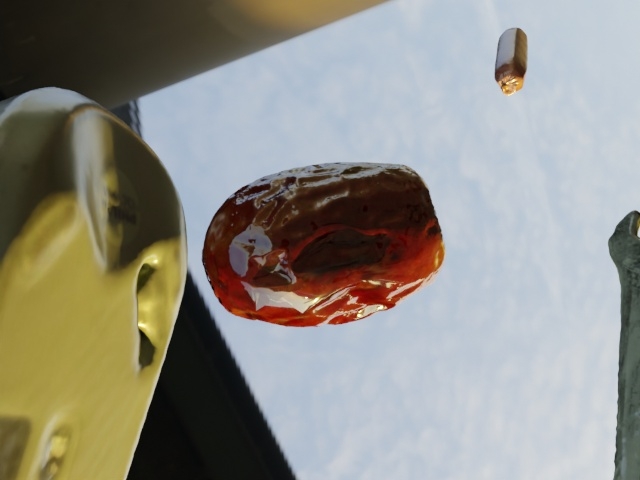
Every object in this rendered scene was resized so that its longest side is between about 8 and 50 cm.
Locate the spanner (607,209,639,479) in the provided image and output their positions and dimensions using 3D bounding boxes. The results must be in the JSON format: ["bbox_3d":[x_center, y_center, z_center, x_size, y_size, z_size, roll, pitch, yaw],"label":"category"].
[{"bbox_3d":[0.246,0.119,0.834,0.017,0.071,0.301,20,-108,-43],"label":"spanner"}]

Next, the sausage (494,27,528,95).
[{"bbox_3d":[0.196,-0.187,1.095,0.035,0.030,0.147,42,-153,-13],"label":"sausage"}]

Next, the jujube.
[{"bbox_3d":[0.000,0.000,1.103,0.183,0.243,0.183,-17,-90,-87],"label":"jujube"}]

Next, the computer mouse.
[{"bbox_3d":[-0.160,0.088,0.511,0.197,0.095,0.330,32,-106,-64],"label":"computer mouse"}]
